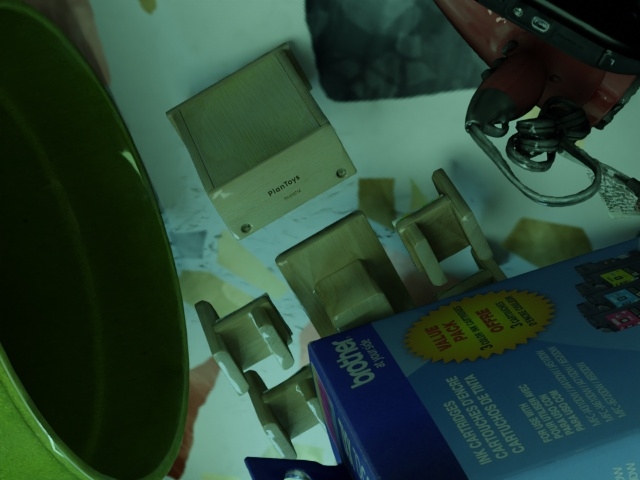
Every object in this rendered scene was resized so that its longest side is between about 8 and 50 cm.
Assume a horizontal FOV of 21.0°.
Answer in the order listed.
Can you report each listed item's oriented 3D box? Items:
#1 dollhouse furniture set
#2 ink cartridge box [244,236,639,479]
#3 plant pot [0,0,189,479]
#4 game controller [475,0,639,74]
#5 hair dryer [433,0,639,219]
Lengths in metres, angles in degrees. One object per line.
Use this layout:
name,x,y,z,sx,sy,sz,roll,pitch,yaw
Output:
dollhouse furniture set,0.000,0.000,1.292,0.212,0.161,0.242,-30,120,1
ink cartridge box,0.156,0.138,1.151,0.395,0.270,0.151,-19,112,-6
plant pot,-0.334,0.047,1.275,0.353,0.366,0.366,-16,112,15
game controller,0.101,-0.222,1.126,0.319,0.166,0.067,30,139,1
hair dryer,0.145,-0.120,1.142,0.080,0.223,0.293,-49,51,19
